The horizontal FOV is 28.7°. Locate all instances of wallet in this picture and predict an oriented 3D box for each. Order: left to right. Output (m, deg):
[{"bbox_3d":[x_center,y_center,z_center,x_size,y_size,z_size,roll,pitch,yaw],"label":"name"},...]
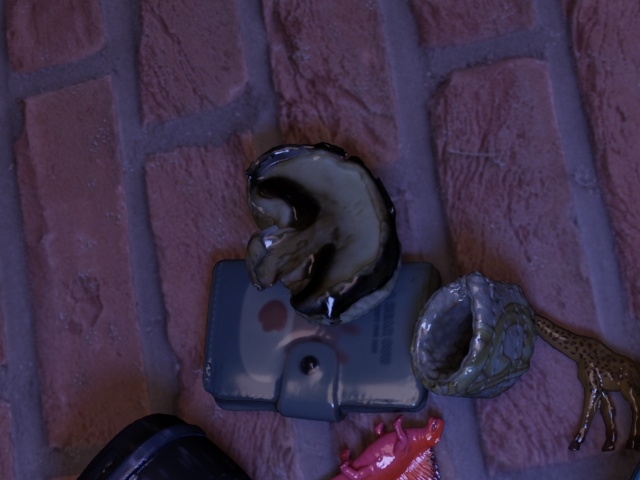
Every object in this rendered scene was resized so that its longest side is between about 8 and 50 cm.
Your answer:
[{"bbox_3d":[0.001,0.151,1.920,0.360,0.083,0.252,1,73,15],"label":"wallet"}]

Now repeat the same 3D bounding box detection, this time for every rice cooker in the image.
[{"bbox_3d":[-0.225,0.399,1.832,0.267,0.267,0.224,-46,67,1],"label":"rice cooker"}]

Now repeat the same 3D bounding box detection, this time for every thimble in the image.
[{"bbox_3d":[0.224,0.136,1.808,0.137,0.143,0.191,27,101,45],"label":"thimble"}]

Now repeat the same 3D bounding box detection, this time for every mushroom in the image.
[{"bbox_3d":[0.000,0.001,1.889,0.247,0.130,0.344,-32,46,-6],"label":"mushroom"}]

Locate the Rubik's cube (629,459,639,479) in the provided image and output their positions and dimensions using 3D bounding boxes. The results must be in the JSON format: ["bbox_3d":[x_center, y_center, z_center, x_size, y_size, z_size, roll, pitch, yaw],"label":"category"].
[{"bbox_3d":[0.575,0.349,1.590,0.347,0.351,0.352,30,89,19],"label":"Rubik's cube"}]

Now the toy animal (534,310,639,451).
[{"bbox_3d":[0.385,0.193,1.827,0.149,0.054,0.276,-30,74,9],"label":"toy animal"}]

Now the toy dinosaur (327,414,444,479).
[{"bbox_3d":[0.083,0.369,1.871,0.286,0.070,0.139,-39,94,5],"label":"toy dinosaur"}]
